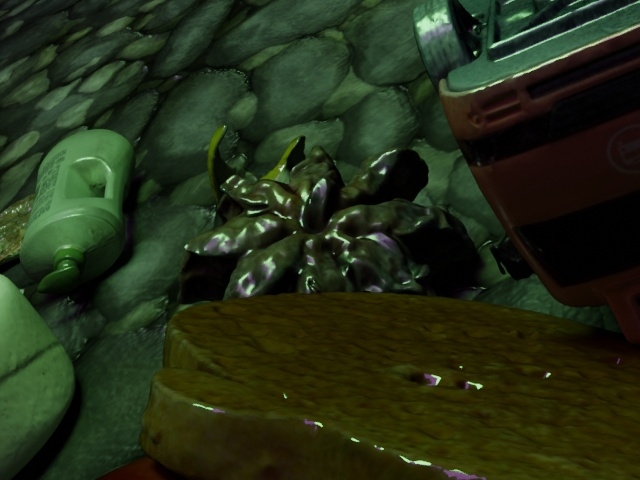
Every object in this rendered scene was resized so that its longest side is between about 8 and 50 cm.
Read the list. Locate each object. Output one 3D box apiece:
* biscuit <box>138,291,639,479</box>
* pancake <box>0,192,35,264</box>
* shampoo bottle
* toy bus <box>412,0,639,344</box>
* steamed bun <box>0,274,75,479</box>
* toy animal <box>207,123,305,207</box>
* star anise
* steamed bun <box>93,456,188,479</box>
[{"bbox_3d":[0.069,0.101,0.654,0.350,0.070,0.394,-1,11,-28],"label":"biscuit"},{"bbox_3d":[-0.371,-0.007,1.409,0.139,0.022,0.139,-23,32,15],"label":"pancake"},{"bbox_3d":[-0.260,-0.023,1.270,0.118,0.087,0.234,-26,32,12],"label":"shampoo bottle"},{"bbox_3d":[0.206,-0.129,0.821,0.203,0.233,0.427,-21,21,20],"label":"toy bus"},{"bbox_3d":[-0.337,0.150,1.036,0.242,0.146,0.164,-37,27,-6],"label":"steamed bun"},{"bbox_3d":[-0.045,-0.022,1.081,0.095,0.219,0.155,-13,70,0],"label":"toy animal"},{"bbox_3d":[0.000,-0.001,0.926,0.223,0.109,0.236,5,43,19],"label":"star anise"},{"bbox_3d":[-0.091,0.261,0.559,0.235,0.248,0.379,-30,31,6],"label":"steamed bun"}]
